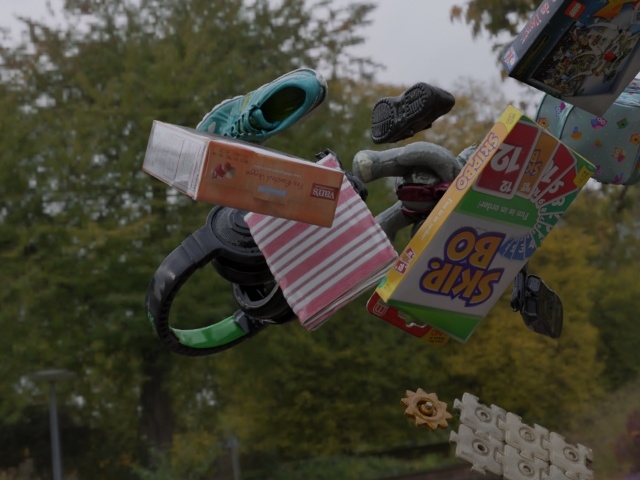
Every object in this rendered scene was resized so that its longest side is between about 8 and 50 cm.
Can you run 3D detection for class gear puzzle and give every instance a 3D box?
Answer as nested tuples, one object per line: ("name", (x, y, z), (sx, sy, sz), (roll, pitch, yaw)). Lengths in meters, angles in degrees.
("gear puzzle", (0.276, 0.333, 1.598), (0.338, 0.175, 0.044), (25, -58, -2))

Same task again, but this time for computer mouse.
("computer mouse", (0.422, 0.088, 2.021), (0.060, 0.184, 0.262), (-5, -21, 31))

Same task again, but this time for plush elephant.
("plush elephant", (0.270, -0.076, 2.174), (0.329, 0.255, 0.272), (-22, -48, -13))

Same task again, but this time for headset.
("headset", (-0.101, 0.014, 1.565), (0.394, 0.185, 0.243), (-34, -35, -6))

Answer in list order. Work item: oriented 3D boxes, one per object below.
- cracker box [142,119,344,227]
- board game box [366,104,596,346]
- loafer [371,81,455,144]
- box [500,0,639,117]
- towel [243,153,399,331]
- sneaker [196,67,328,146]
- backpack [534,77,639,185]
("cracker box", (-0.093, -0.078, 1.122), (0.155, 0.067, 0.232), (12, 7, -26))
("board game box", (0.166, -0.002, 1.055), (0.124, 0.039, 0.259), (28, -75, -32))
("loafer", (0.154, -0.206, 1.705), (0.078, 0.080, 0.220), (5, -7, -23))
("box", (0.363, -0.281, 1.282), (0.159, 0.044, 0.233), (20, -54, -22))
("towel", (0.000, 0.000, 1.240), (0.144, 0.197, 0.029), (-35, -34, 5))
("sneaker", (-0.114, -0.204, 1.694), (0.275, 0.107, 0.110), (-32, 9, 16))
("backpack", (0.426, -0.180, 1.575), (0.188, 0.166, 0.144), (20, 28, 17))
